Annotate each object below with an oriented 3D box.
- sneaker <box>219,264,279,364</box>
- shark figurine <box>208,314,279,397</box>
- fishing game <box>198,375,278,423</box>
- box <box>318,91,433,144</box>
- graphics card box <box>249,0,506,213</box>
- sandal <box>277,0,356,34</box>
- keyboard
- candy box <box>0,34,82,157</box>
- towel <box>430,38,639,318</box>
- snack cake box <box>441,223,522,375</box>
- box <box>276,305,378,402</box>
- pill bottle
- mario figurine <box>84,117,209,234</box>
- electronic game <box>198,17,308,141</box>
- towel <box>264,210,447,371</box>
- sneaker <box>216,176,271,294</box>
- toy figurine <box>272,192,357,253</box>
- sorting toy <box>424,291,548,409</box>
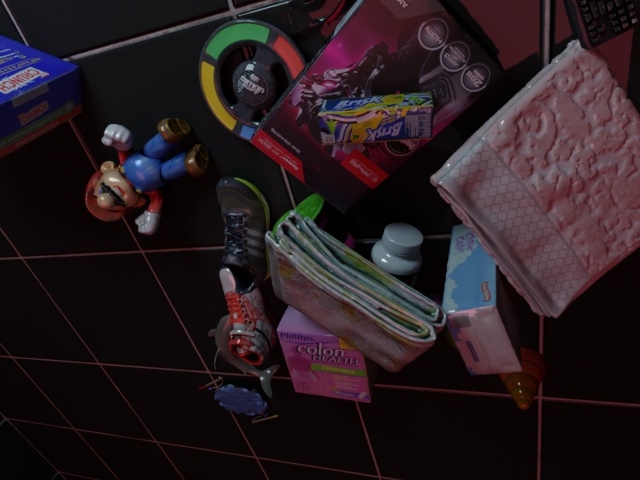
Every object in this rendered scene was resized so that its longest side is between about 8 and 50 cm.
[{"bbox_3d":[-0.201,0.200,1.123,0.090,0.145,0.269,-12,119,27],"label":"sneaker"},{"bbox_3d":[-0.258,0.354,1.277,0.166,0.116,0.278,-19,114,31],"label":"shark figurine"},{"bbox_3d":[-0.267,0.534,1.453,0.264,0.041,0.189,40,128,-21],"label":"fishing game"},{"bbox_3d":[0.085,-0.186,0.660,0.169,0.059,0.054,0,128,11],"label":"box"},{"bbox_3d":[0.078,-0.233,0.724,0.233,0.094,0.371,37,125,-19],"label":"graphics card box"},{"bbox_3d":[0.005,-0.383,0.700,0.179,0.040,0.067,-13,118,27],"label":"sandal"},{"bbox_3d":[0.379,-0.364,0.572,0.108,0.023,0.180,-26,107,13],"label":"keyboard"},{"bbox_3d":[-0.707,-0.313,0.862,0.318,0.268,0.122,22,132,4],"label":"candy box"},{"bbox_3d":[0.384,-0.083,0.675,0.317,0.053,0.332,-43,104,2],"label":"towel"},{"bbox_3d":[0.298,0.091,0.789,0.089,0.264,0.152,-16,117,30],"label":"snack cake box"},{"bbox_3d":[0.027,0.288,1.121,0.214,0.117,0.242,2,124,19],"label":"box"},{"bbox_3d":[0.154,0.062,0.920,0.108,0.108,0.193,16,128,8],"label":"pill bottle"},{"bbox_3d":[-0.405,-0.126,0.944,0.321,0.170,0.197,-26,78,24],"label":"mario figurine"},{"bbox_3d":[-0.122,-0.291,0.808,0.230,0.048,0.229,10,126,14],"label":"electronic game"},{"bbox_3d":[0.047,0.121,0.819,0.321,0.090,0.374,35,161,13],"label":"towel"},{"bbox_3d":[-0.175,-0.003,0.984,0.111,0.121,0.299,0,124,19],"label":"sneaker"},{"bbox_3d":[0.000,0.000,0.944,0.159,0.130,0.173,42,149,-23],"label":"toy figurine"},{"bbox_3d":[0.364,0.262,0.978,0.366,0.126,0.127,35,128,-7],"label":"sorting toy"}]
